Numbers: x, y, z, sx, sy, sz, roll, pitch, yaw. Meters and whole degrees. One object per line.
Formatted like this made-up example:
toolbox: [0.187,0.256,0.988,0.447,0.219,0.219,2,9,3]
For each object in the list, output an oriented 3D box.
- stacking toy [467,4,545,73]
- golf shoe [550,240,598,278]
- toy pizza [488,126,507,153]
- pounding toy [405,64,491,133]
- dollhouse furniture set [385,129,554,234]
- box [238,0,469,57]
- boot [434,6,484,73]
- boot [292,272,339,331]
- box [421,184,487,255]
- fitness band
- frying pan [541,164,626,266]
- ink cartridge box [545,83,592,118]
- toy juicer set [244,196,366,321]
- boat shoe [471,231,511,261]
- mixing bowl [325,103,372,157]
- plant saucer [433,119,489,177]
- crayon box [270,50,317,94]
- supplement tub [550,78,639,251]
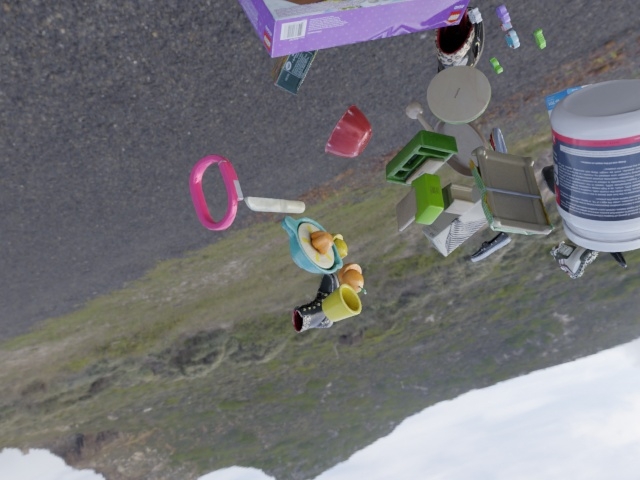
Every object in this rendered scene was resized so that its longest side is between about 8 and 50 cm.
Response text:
stacking toy: [0.561,-0.636,1.405,0.167,0.221,0.052,-30,-160,9]
golf shoe: [0.846,0.059,1.594,0.105,0.120,0.273,-51,161,3]
toy pizza: [0.522,-0.230,1.367,0.032,0.201,0.201,-13,172,28]
pounding toy: [0.398,-0.406,1.438,0.237,0.183,0.110,-39,162,5]
dollhouse furniture set: [0.315,-0.093,1.022,0.302,0.197,0.151,7,154,-18]
box: [0.031,-0.356,0.636,0.293,0.200,0.057,-18,156,-21]
boot: [0.479,-0.700,1.622,0.138,0.377,0.284,17,172,20]
boot: [-0.017,0.241,1.837,0.085,0.236,0.179,17,-165,42]
box: [0.526,-0.077,1.764,0.275,0.113,0.094,-41,-150,4]
fitness band: [-0.394,-0.179,1.751,0.209,0.290,0.054,-28,163,29]
frying pan: [0.675,-0.094,1.215,0.197,0.326,0.053,21,133,-11]
ink cartridge box: [0.772,-0.362,1.424,0.140,0.190,0.082,-18,-174,-30]
toy juicer set: [0.000,0.000,1.031,0.089,0.329,0.209,-35,-177,29]
boat shoe: [0.547,0.018,1.531,0.142,0.040,0.049,-36,-178,23]
mixing bowl: [0.104,-0.339,1.530,0.181,0.098,0.181,-56,174,-9]
plant saucer: [0.562,-0.375,1.866,0.041,0.278,0.278,-37,174,-16]
crayon box: [-0.089,-0.625,1.595,0.081,0.318,0.202,23,110,-18]
supplement tub: [0.535,-0.135,0.867,0.191,0.272,0.191,-15,-148,10]
